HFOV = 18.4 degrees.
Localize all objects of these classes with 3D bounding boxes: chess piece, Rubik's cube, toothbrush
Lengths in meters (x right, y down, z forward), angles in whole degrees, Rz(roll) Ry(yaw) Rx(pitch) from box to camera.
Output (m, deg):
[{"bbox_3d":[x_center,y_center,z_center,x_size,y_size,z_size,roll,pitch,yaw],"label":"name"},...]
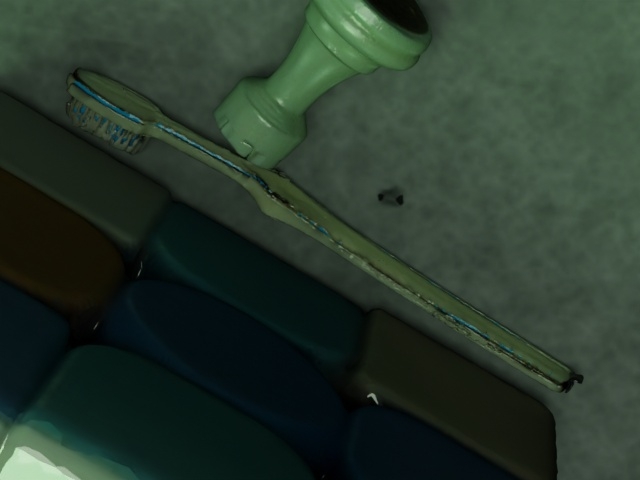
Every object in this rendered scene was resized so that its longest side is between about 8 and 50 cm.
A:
[{"bbox_3d":[-0.003,-0.082,0.934,0.067,0.067,0.103,42,114,-6],"label":"chess piece"},{"bbox_3d":[-0.122,0.184,0.869,0.344,0.346,0.347,29,105,-3],"label":"Rubik's cube"},{"bbox_3d":[0.003,-0.004,0.971,0.294,0.026,0.028,29,124,-2],"label":"toothbrush"}]
